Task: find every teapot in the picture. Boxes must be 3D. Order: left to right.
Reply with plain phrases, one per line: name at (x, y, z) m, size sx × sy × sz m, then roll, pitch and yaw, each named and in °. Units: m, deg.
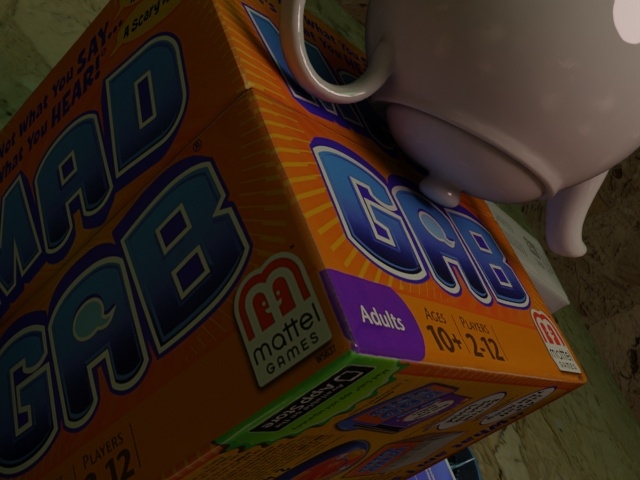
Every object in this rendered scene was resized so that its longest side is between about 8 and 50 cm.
teapot at (0.125, -0.115, 0.508) m, size 0.256 × 0.187 × 0.252 m, roll 30°, pitch 1°, yaw 15°

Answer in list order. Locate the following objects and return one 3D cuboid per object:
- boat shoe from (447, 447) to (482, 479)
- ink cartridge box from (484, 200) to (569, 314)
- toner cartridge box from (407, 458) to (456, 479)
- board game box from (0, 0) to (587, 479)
boat shoe at (0.159, 0.342, 0.887) m, size 0.089 × 0.109 × 0.258 m, roll 35°, pitch 28°, yaw -25°
ink cartridge box at (0.130, 0.071, 0.948) m, size 0.271 × 0.309 × 0.130 m, roll 32°, pitch 31°, yaw -36°
toner cartridge box at (0.078, 0.264, 0.771) m, size 0.075 × 0.165 × 0.348 m, roll -10°, pitch 59°, yaw -19°
board game box at (-0.060, 0.042, 0.609) m, size 0.356 × 0.356 × 0.357 m, roll 19°, pitch 41°, yaw -50°
